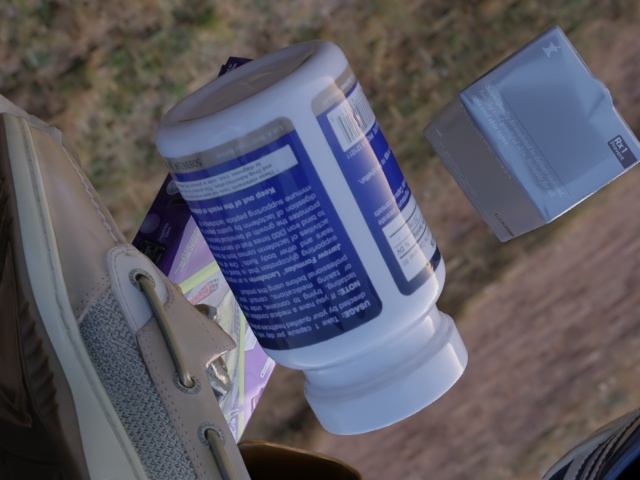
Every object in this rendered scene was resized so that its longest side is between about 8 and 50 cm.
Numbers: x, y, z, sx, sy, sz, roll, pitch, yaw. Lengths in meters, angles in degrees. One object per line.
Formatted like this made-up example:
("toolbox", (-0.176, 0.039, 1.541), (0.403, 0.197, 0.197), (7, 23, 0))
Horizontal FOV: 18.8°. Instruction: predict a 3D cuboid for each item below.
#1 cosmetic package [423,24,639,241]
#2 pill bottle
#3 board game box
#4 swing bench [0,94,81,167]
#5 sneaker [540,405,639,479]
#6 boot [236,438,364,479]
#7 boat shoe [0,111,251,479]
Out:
("cosmetic package", (0.167, -0.080, 1.555), (0.107, 0.127, 0.238), (-35, 177, -2))
("pill bottle", (0.000, 0.000, 1.425), (0.153, 0.264, 0.153), (-24, -164, 7))
("board game box", (-0.090, 0.050, 1.566), (0.208, 0.056, 0.347), (53, 56, -47))
("swing bench", (-0.353, -0.025, 1.501), (0.255, 0.165, 0.253), (-44, 126, 16))
("sneaker", (0.159, 0.158, 0.943), (0.148, 0.131, 0.350), (-42, 167, -42))
("boot", (-0.030, 0.203, 1.017), (0.295, 0.104, 0.211), (11, 118, -52))
("boat shoe", (-0.089, 0.064, 0.831), (0.098, 0.302, 0.109), (2, 132, -28))
